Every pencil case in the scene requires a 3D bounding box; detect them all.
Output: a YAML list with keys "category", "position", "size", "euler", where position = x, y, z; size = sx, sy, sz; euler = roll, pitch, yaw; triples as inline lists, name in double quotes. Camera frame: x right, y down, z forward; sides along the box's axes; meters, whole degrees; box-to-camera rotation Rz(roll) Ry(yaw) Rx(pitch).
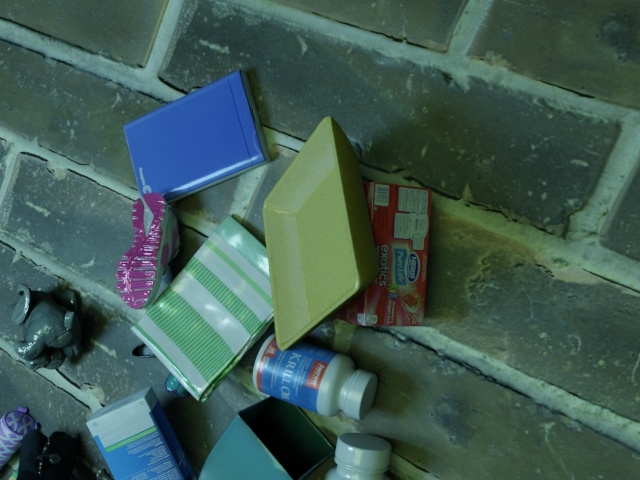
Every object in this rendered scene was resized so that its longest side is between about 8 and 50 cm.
- category: "pencil case"
  position: [-0.274, 0.267, 1.377]
  size: [0.151, 0.070, 0.064]
  euler: [-55, 37, 13]
- category: "pencil case"
  position: [-0.794, 0.504, 1.575]
  size: [0.206, 0.086, 0.088]
  euler: [-46, 38, 12]

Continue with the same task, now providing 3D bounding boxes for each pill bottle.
- category: "pill bottle"
  position: [0.067, 0.487, 1.189]
  size: [0.131, 0.131, 0.229]
  euler: [7, 90, 23]
- category: "pill bottle"
  position: [-0.008, 0.267, 1.235]
  size: [0.222, 0.124, 0.124]
  euler: [13, 93, 23]

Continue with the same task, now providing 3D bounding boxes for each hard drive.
- category: "hard drive"
  position: [-0.280, -0.218, 1.415]
  size: [0.319, 0.040, 0.210]
  euler: [-19, 81, 20]

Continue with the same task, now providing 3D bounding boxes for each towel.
- category: "towel"
  position: [-0.217, 0.135, 1.327]
  size: [0.248, 0.038, 0.324]
  euler: [39, 87, 24]

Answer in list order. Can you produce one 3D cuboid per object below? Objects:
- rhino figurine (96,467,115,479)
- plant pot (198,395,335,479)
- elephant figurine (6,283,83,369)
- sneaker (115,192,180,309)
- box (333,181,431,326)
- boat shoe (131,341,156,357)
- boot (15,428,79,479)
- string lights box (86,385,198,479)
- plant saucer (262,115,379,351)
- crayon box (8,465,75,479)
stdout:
- category: "rhino figurine"
  position: [-0.407, 0.469, 1.419]
  size: [0.106, 0.073, 0.243]
  euler: [27, 95, 16]
- category: "plant pot"
  position: [-0.127, 0.454, 1.262]
  size: [0.166, 0.165, 0.234]
  euler: [44, 112, 18]
- category: "elephant figurine"
  position: [-0.665, 0.172, 1.507]
  size: [0.186, 0.169, 0.239]
  euler: [-29, 58, -10]
- category: "sneaker"
  position: [-0.361, 0.029, 1.393]
  size: [0.103, 0.111, 0.252]
  euler: [8, 79, 21]
- category: "box"
  position: [0.113, 0.026, 1.172]
  size: [0.123, 0.128, 0.256]
  euler: [2, 88, 64]
- category: "boat shoe"
  position: [-0.360, 0.239, 1.427]
  size: [0.142, 0.040, 0.049]
  euler: [-19, 80, 21]
- category: "boot"
  position: [-0.569, 0.539, 1.443]
  size: [0.247, 0.207, 0.094]
  euler: [24, 116, -21]
- category: "string lights box"
  position: [-0.367, 0.457, 1.342]
  size: [0.134, 0.077, 0.259]
  euler: [-24, 97, 0]
- category: "plant saucer"
  position: [0.000, 0.000, 1.170]
  size: [0.333, 0.081, 0.332]
  euler: [-45, 46, 52]
- category: "crayon box"
  position: [-0.697, 0.660, 1.525]
  size: [0.165, 0.081, 0.278]
  euler: [43, 103, 19]
